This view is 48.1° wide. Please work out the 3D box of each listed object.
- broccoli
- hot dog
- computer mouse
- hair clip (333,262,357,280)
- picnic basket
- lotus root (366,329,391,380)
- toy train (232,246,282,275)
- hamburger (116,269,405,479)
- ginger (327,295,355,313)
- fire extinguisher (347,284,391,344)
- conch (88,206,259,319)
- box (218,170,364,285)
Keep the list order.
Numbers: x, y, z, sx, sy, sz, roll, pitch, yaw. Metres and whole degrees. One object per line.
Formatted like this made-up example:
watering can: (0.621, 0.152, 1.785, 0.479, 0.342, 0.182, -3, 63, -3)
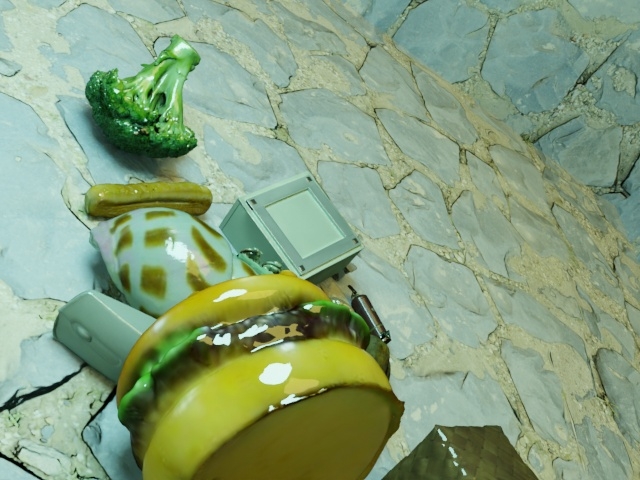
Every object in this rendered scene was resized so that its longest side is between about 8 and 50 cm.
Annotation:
broccoli: (-0.352, -0.304, 1.509, 0.254, 0.269, 0.269, 34, 33, -39)
hot dog: (-0.340, -0.083, 1.434, 0.286, 0.088, 0.061, 0, 48, -51)
computer mouse: (-0.316, 0.170, 1.145, 0.231, 0.128, 0.079, 29, 30, -21)
hair clip: (0.000, 0.000, 1.734, 0.220, 0.054, 0.140, 51, 37, 8)
picnic basket: (0.259, 0.509, 1.249, 0.254, 0.291, 0.321, 15, 35, -37)
lotus root: (0.073, 0.280, 1.442, 0.241, 0.123, 0.124, -54, 135, -57)
toy train: (-0.124, 0.096, 1.436, 0.194, 0.125, 0.081, 35, 41, -20)
hamburger: (-0.111, 0.244, 1.063, 0.395, 0.396, 0.277, 11, 30, -41)
ginger: (-0.029, 0.203, 1.455, 0.149, 0.065, 0.259, 11, 39, 13)
fire extinguisher: (0.113, 0.178, 1.681, 0.157, 0.045, 0.078, 60, 8, 23)
conch: (-0.225, 0.072, 1.276, 0.368, 0.197, 0.249, 43, 30, -26)
box: (-0.057, -0.012, 1.586, 0.225, 0.117, 0.225, -27, 75, -43)
